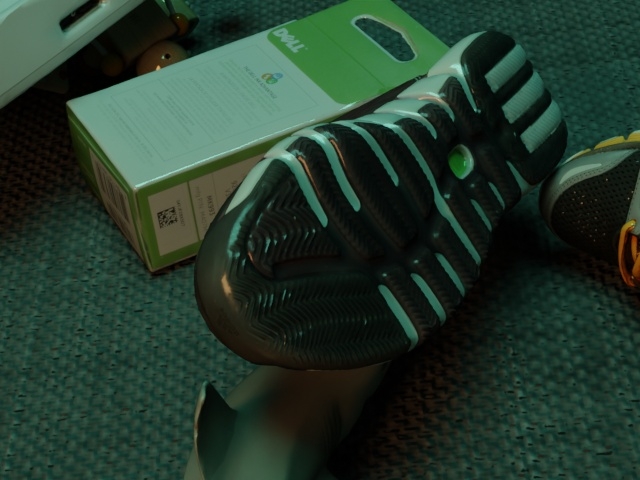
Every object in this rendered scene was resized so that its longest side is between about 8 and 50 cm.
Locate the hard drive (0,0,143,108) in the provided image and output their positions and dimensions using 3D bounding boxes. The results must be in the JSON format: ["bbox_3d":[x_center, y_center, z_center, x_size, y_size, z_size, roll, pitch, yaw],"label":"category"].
[{"bbox_3d":[-0.272,-0.142,0.980,0.353,0.047,0.233,4,37,39],"label":"hard drive"}]

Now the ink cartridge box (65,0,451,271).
[{"bbox_3d":[-0.029,-0.068,0.889,0.209,0.062,0.109,-23,39,-17],"label":"ink cartridge box"}]

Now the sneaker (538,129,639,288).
[{"bbox_3d":[0.193,0.013,0.729,0.215,0.084,0.083,20,55,34],"label":"sneaker"}]

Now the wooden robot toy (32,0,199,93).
[{"bbox_3d":[-0.108,-0.124,0.996,0.173,0.076,0.079,-37,81,-27],"label":"wooden robot toy"}]

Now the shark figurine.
[{"bbox_3d":[-0.018,0.116,0.615,0.166,0.116,0.278,-15,36,-5],"label":"shark figurine"}]

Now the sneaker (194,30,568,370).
[{"bbox_3d":[0.000,0.000,0.742,0.162,0.106,0.281,-25,6,40],"label":"sneaker"}]
